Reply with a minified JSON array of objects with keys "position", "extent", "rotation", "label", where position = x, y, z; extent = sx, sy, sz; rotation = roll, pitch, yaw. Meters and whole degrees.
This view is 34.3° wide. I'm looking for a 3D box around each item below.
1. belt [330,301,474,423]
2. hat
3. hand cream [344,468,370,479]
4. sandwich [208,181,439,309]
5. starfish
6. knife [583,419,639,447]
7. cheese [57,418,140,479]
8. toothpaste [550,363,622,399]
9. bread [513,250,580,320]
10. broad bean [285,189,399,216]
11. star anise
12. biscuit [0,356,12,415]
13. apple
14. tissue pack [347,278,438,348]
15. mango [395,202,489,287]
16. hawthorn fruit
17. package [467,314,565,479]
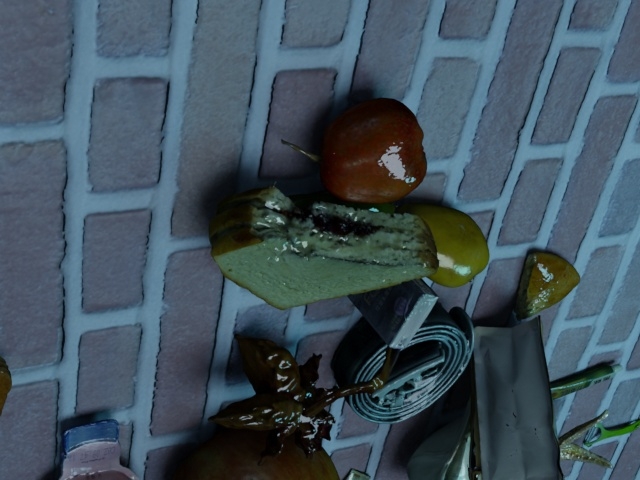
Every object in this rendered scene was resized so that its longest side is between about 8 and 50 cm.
[{"position":[0.154,0.210,1.849],"extent":[0.267,0.116,0.206],"rotation":[-39,130,4],"label":"belt"},{"position":[0.286,0.391,2.074],"extent":[0.258,0.168,0.301],"rotation":[15,90,-45],"label":"hat"},{"position":[0.041,0.522,2.089],"extent":[0.061,0.039,0.143],"rotation":[33,94,-36],"label":"hand cream"},{"position":[0.000,0.004,1.512],"extent":[0.288,0.099,0.254],"rotation":[-13,147,21],"label":"sandwich"},{"position":[0.464,0.534,2.234],"extent":[0.398,0.132,0.384],"rotation":[-28,166,-24],"label":"starfish"},{"position":[0.690,0.447,2.425],"extent":[0.166,0.022,0.078],"rotation":[-4,131,-28],"label":"knife"},{"position":[-0.380,0.411,1.716],"extent":[0.189,0.074,0.286],"rotation":[-10,125,-25],"label":"cheese"},{"position":[0.559,0.302,2.225],"extent":[0.204,0.031,0.049],"rotation":[-17,131,-16],"label":"toothpaste"},{"position":[0.440,0.082,1.967],"extent":[0.136,0.054,0.154],"rotation":[-11,132,-28],"label":"bread"},{"position":[0.015,-0.051,1.608],"extent":[0.254,0.046,0.065],"rotation":[-4,142,-27],"label":"broad bean"},{"position":[-0.021,0.237,1.699],"extent":[0.346,0.148,0.237],"rotation":[-20,87,-11],"label":"star anise"},{"position":[-0.597,0.259,1.483],"extent":[0.277,0.052,0.262],"rotation":[0,129,-32],"label":"biscuit"},{"position":[-0.102,0.466,1.792],"extent":[0.301,0.301,0.301],"rotation":[-16,131,-20],"label":"apple"},{"position":[0.112,0.087,1.699],"extent":[0.051,0.156,0.112],"rotation":[11,118,-41],"label":"tissue pack"},{"position":[0.194,0.002,1.710],"extent":[0.195,0.137,0.098],"rotation":[30,141,-27],"label":"mango"},{"position":[0.051,-0.122,1.515],"extent":[0.203,0.162,0.162],"rotation":[-11,131,-1],"label":"hawthorn fruit"},{"position":[0.350,0.318,1.929],"extent":[0.165,0.311,0.221],"rotation":[-5,157,8],"label":"package"}]
